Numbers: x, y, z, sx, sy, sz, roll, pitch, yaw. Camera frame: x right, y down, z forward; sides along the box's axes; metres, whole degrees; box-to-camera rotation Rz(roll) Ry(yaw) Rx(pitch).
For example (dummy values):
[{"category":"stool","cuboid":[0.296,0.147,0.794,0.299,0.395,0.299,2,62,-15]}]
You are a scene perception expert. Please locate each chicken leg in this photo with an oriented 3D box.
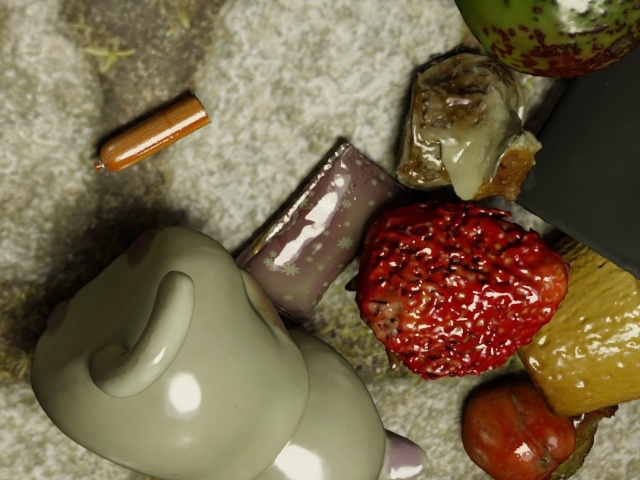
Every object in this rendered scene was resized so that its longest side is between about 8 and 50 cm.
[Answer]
[{"category":"chicken leg","cuboid":[0.308,0.204,1.599,0.253,0.051,0.106,-50,133,10]}]

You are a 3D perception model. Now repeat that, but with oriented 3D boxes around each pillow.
[{"category":"pillow","cuboid":[0.000,0.000,1.329,0.185,0.043,0.118,-47,127,10]}]

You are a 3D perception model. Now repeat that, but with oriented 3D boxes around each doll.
[{"category":"doll","cuboid":[-0.095,0.141,1.272,0.215,0.226,0.370,-46,131,3]}]

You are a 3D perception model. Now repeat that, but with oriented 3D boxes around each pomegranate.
[{"category":"pomegranate","cuboid":[0.213,-0.241,1.192,0.214,0.214,0.248,-54,160,15]}]

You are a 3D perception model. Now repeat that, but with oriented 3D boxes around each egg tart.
[{"category":"egg tart","cuboid":[0.272,0.091,1.424,0.147,0.202,0.202,-29,129,6]}]

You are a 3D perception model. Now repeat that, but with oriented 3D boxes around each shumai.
[{"category":"shumai","cuboid":[0.143,-0.094,1.286,0.146,0.116,0.145,-11,122,-18]}]

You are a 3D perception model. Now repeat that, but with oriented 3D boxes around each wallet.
[{"category":"wallet","cuboid":[0.361,-0.157,1.265,0.406,0.228,0.062,-59,157,8]}]

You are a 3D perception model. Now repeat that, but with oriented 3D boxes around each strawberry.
[{"category":"strawberry","cuboid":[0.136,0.047,1.313,0.202,0.184,0.186,-5,122,26]}]

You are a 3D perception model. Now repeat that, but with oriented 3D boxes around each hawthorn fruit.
[{"category":"hawthorn fruit","cuboid":[0.216,0.209,1.519,0.128,0.128,0.128,-12,125,-17]}]

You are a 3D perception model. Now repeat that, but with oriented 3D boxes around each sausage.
[{"category":"sausage","cuboid":[-0.148,-0.089,1.213,0.107,0.031,0.031,-30,128,-3]}]
